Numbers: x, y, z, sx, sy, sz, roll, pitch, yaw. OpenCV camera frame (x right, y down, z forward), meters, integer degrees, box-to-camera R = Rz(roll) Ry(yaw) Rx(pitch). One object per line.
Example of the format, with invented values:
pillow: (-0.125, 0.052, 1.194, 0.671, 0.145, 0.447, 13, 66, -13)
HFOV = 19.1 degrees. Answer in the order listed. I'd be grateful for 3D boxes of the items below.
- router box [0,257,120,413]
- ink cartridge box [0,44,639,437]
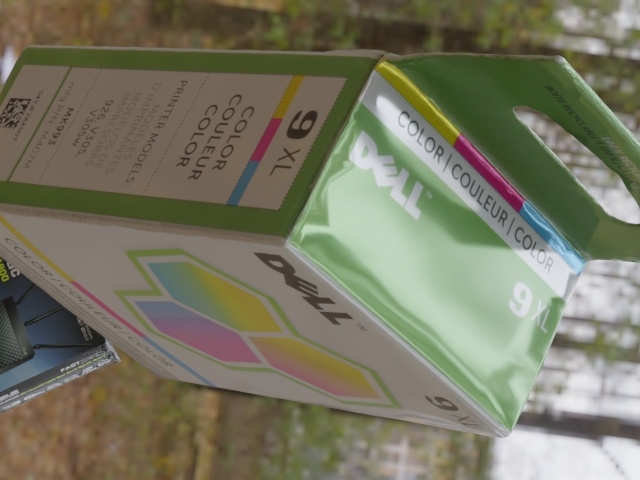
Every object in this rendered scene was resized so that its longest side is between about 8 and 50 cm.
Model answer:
router box: (-0.186, 0.035, 1.143, 0.038, 0.092, 0.122, 73, -8, -69)
ink cartridge box: (0.000, 0.000, 0.535, 0.109, 0.209, 0.062, 42, 65, -40)
